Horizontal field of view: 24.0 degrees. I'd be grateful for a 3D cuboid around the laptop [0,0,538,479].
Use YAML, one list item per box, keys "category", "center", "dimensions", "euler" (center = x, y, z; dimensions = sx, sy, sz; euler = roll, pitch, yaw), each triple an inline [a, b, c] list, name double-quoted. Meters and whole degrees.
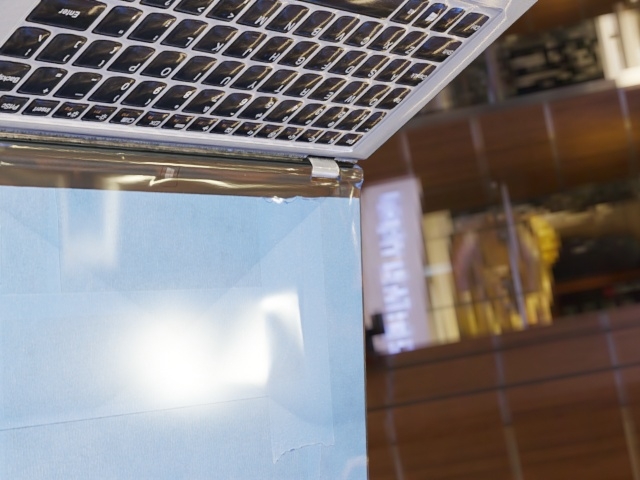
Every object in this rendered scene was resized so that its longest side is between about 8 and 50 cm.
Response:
- category: "laptop"
  center: [0.000, 0.000, 0.762]
  dimensions: [0.382, 0.408, 0.236]
  euler: [0, 54, -55]
